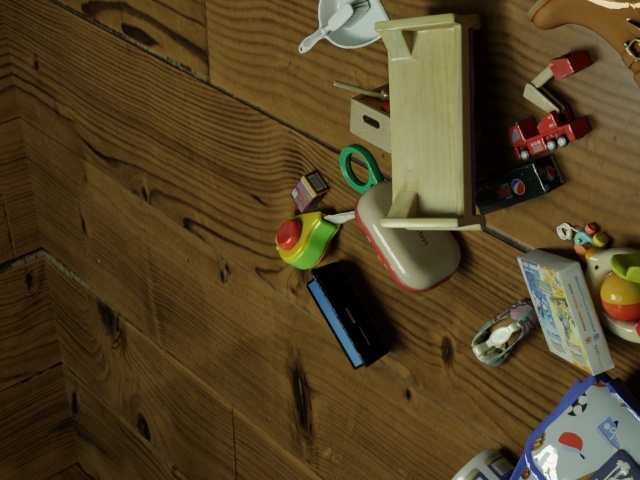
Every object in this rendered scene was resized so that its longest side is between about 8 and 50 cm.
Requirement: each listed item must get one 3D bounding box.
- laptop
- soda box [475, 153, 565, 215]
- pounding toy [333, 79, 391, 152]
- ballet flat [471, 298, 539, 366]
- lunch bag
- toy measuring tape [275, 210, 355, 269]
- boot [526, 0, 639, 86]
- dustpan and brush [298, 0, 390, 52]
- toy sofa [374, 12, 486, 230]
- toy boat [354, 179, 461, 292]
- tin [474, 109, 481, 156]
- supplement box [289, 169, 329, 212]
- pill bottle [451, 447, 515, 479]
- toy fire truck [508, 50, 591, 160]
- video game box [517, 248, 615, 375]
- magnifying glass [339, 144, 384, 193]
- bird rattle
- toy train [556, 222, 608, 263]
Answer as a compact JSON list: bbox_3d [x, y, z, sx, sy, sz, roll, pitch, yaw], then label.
[{"bbox_3d":[0.032,0.179,2.321,0.137,0.264,0.234,-33,84,19],"label":"laptop"},{"bbox_3d":[0.335,-0.094,1.817,0.169,0.053,0.060,-20,95,56],"label":"soda box"},{"bbox_3d":[0.114,-0.242,1.943,0.141,0.130,0.100,33,135,37],"label":"pounding toy"},{"bbox_3d":[0.331,0.183,1.981,0.077,0.079,0.221,53,145,14],"label":"ballet flat"},{"bbox_3d":[0.499,0.450,1.794,0.328,0.239,0.385,48,139,31],"label":"lunch bag"},{"bbox_3d":[0.000,0.000,2.262,0.330,0.121,0.121,-7,106,54],"label":"toy measuring tape"},{"bbox_3d":[0.442,-0.295,1.521,0.283,0.109,0.220,-20,100,48],"label":"boot"},{"bbox_3d":[0.028,-0.411,2.007,0.211,0.060,0.147,-30,87,56],"label":"dustpan and brush"},{"bbox_3d":[0.199,-0.197,1.792,0.150,0.177,0.362,0,93,32],"label":"toy sofa"},{"bbox_3d":[0.153,0.000,2.039,0.231,0.151,0.151,58,150,8],"label":"toy boat"},{"bbox_3d":[0.230,-0.153,1.888,0.106,0.040,0.189,37,123,46],"label":"tin"},{"bbox_3d":[-0.024,-0.105,2.293,0.055,0.043,0.083,56,145,10],"label":"supplement box"},{"bbox_3d":[0.382,0.554,2.092,0.264,0.153,0.153,45,142,26],"label":"pill bottle"},{"bbox_3d":[0.367,-0.214,1.703,0.192,0.047,0.135,-18,96,56],"label":"toy fire truck"},{"bbox_3d":[0.410,0.116,1.785,0.205,0.048,0.187,-145,32,-81],"label":"video game box"},{"bbox_3d":[0.118,-0.099,2.131,0.231,0.026,0.092,52,144,19],"label":"magnifying glass"},{"bbox_3d":[0.514,0.094,1.663,0.207,0.143,0.253,14,135,48],"label":"bird rattle"},{"bbox_3d":[0.443,0.053,1.778,0.125,0.046,0.166,-6,107,54],"label":"toy train"}]
